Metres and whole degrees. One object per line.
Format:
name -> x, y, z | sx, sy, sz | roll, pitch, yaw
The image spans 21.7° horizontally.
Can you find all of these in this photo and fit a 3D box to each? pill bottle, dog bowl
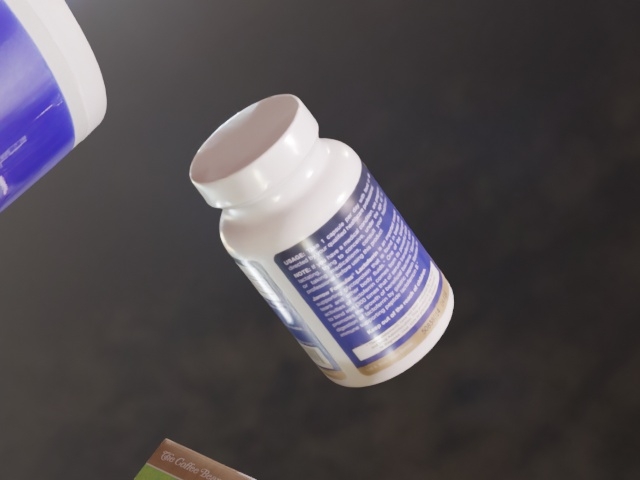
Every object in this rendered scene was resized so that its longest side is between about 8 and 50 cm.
pill bottle -> 0.000, 0.000, 1.579 | 0.153, 0.264, 0.153 | -28, -152, 17
dog bowl -> -0.259, -0.135, 1.008 | 0.104, 0.265, 0.265 | -45, -157, -19

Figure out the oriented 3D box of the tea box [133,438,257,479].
tea box -> -0.132, 0.473, 1.985 | 0.220, 0.329, 0.323 | 16, -118, 40
